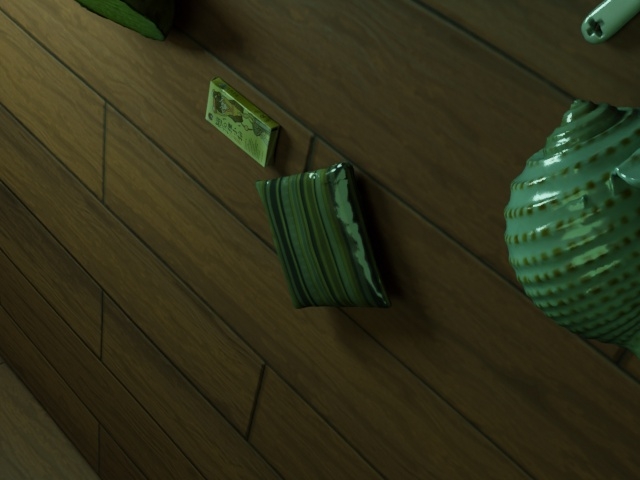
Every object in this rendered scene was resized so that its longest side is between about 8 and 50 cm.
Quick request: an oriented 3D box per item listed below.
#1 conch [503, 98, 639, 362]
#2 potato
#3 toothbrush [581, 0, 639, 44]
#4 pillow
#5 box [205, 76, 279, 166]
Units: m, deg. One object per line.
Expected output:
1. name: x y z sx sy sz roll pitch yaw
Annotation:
1. conch: 0.329 0.001 0.727 0.319 0.215 0.303 37 154 -19
2. potato: -0.312 -0.401 1.304 0.272 0.160 0.111 26 88 35
3. toothbrush: 0.338 -0.274 0.682 0.040 0.040 0.386 57 143 8
4. pillow: 0.000 0.000 1.236 0.212 0.052 0.208 -7 104 49
5. box: -0.120 -0.179 1.293 0.149 0.020 0.073 40 138 27
